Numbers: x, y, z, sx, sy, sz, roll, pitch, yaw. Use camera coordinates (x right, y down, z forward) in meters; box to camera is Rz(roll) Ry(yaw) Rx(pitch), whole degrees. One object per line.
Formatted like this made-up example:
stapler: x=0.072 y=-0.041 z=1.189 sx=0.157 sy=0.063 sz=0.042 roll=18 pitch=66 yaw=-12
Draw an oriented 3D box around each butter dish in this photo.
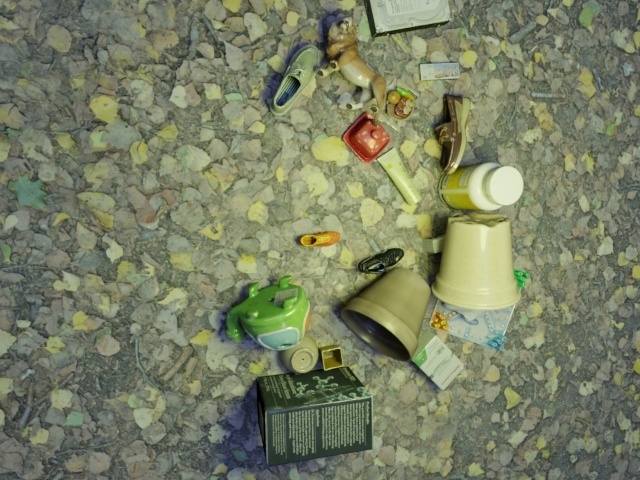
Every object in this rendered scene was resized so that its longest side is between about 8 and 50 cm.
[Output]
butter dish: x=0.201 y=-0.409 z=1.677 sx=0.160 sy=0.118 sz=0.160 roll=45 pitch=83 yaw=-15

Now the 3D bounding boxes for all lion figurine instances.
lion figurine: x=0.145 y=-0.644 z=1.625 sx=0.392 sy=0.142 sz=0.240 roll=49 pitch=56 yaw=-18

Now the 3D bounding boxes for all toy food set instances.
toy food set: x=0.326 y=-0.554 z=1.737 sx=0.132 sy=0.038 sz=0.192 roll=28 pitch=88 yaw=-15

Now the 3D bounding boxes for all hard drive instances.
hard drive: x=0.342 y=-0.963 z=1.693 sx=0.339 sy=0.064 sz=0.237 roll=-15 pitch=98 yaw=-12

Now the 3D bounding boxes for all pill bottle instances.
pill bottle: x=0.633 y=-0.212 z=1.694 sx=0.188 sy=0.334 sz=0.188 roll=-1 pitch=96 yaw=-14

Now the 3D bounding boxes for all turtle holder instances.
turtle holder: x=-0.188 y=0.300 z=1.581 sx=0.320 sy=0.243 sz=0.227 roll=-26 pitch=118 yaw=-20

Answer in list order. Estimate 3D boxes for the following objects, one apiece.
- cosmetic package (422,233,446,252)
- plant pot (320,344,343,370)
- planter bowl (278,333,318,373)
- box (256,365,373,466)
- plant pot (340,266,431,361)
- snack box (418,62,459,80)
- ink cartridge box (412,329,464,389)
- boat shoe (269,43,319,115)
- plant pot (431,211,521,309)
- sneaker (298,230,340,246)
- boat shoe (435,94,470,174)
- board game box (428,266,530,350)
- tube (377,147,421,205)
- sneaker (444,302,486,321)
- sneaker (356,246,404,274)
cosmetic package: x=0.567 y=0.000 z=1.819 sx=0.239 sy=0.099 sz=0.060 roll=-11 pitch=98 yaw=-14
plant pot: x=0.039 y=0.468 z=1.732 sx=0.081 sy=0.083 sz=0.081 roll=-9 pitch=97 yaw=-13
planter bowl: x=-0.079 y=0.460 z=1.688 sx=0.162 sy=0.109 sz=0.162 roll=-1 pitch=95 yaw=-14
box: x=-0.031 y=0.653 z=1.622 sx=0.395 sy=0.293 sz=0.212 roll=-2 pitch=96 yaw=-15
plant pot: x=0.290 y=0.271 z=1.689 sx=0.323 sy=0.323 sz=0.280 roll=46 pitch=67 yaw=-14
snack box: x=0.497 y=-0.705 z=1.776 sx=0.178 sy=0.022 sz=0.064 roll=-8 pitch=96 yaw=-14
ink cartridge box: x=0.499 y=0.522 z=1.853 sx=0.153 sy=0.087 sz=0.208 roll=-45 pitch=103 yaw=-7
boat shoe: x=-0.088 y=-0.604 z=1.596 sx=0.109 sy=0.094 sz=0.302 roll=29 pitch=88 yaw=-15
plant pot: x=0.603 y=0.057 z=1.635 sx=0.334 sy=0.334 sz=0.305 roll=-7 pitch=107 yaw=-14
sneaker: x=0.000 y=0.000 z=1.689 sx=0.175 sy=0.067 sz=0.064 roll=-10 pitch=96 yaw=-15
boat shoe: x=0.530 y=-0.443 z=1.757 sx=0.123 sy=0.123 sz=0.342 roll=12 pitch=83 yaw=-6
board game box: x=0.722 y=0.265 z=1.908 sx=0.390 sy=0.050 sz=0.390 roll=21 pitch=90 yaw=-15
tube: x=0.332 y=-0.259 z=1.758 sx=0.240 sy=0.062 sz=0.070 roll=58 pitch=40 yaw=-7
sneaker: x=0.626 y=0.303 z=1.826 sx=0.212 sy=0.080 sz=0.094 roll=4 pitch=106 yaw=-16
sneaker: x=0.266 y=0.091 z=1.737 sx=0.217 sy=0.121 sz=0.079 roll=-19 pitch=100 yaw=-12
